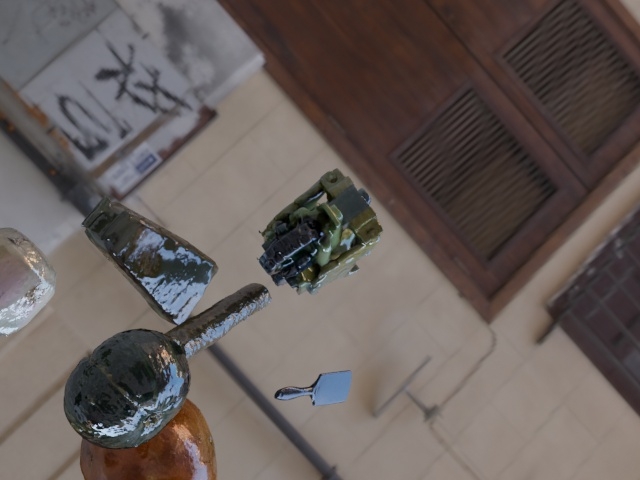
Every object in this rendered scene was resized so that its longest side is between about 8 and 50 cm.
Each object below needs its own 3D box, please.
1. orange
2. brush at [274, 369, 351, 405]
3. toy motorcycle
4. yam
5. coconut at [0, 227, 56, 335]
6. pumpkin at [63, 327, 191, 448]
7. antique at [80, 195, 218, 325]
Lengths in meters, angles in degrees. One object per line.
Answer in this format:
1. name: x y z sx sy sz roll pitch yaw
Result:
1. orange: -0.300 0.395 1.821 0.226 0.284 0.284 -15 -173 0
2. brush: -0.012 0.266 1.821 0.016 0.063 0.193 16 -171 40
3. toy motorcycle: 0.000 0.000 1.874 0.237 0.169 0.410 -37 174 -2
4. yam: -0.185 0.146 1.856 0.066 0.066 0.299 -38 176 35
5. coconut: -0.678 0.098 2.129 0.234 0.224 0.224 -55 -169 -22
6. pumpkin: -0.277 0.212 1.469 0.190 0.146 0.190 -21 150 -13
7. antique: -0.324 0.026 1.889 0.125 0.284 0.150 30 -101 38
